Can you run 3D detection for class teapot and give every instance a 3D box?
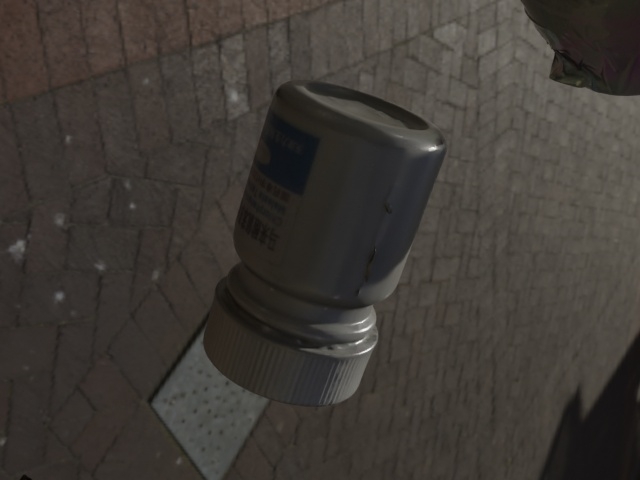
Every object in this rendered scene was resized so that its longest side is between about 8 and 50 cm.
[{"bbox_3d":[0.229,-0.215,0.585,0.221,0.163,0.178,-61,150,-20],"label":"teapot"}]

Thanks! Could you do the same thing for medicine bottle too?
[{"bbox_3d":[0.000,0.000,0.480,0.105,0.105,0.168,-14,127,-57],"label":"medicine bottle"}]

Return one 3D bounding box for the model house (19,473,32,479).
[{"bbox_3d":[-0.278,0.350,0.900,0.106,0.152,0.165,-36,117,-52],"label":"model house"}]
